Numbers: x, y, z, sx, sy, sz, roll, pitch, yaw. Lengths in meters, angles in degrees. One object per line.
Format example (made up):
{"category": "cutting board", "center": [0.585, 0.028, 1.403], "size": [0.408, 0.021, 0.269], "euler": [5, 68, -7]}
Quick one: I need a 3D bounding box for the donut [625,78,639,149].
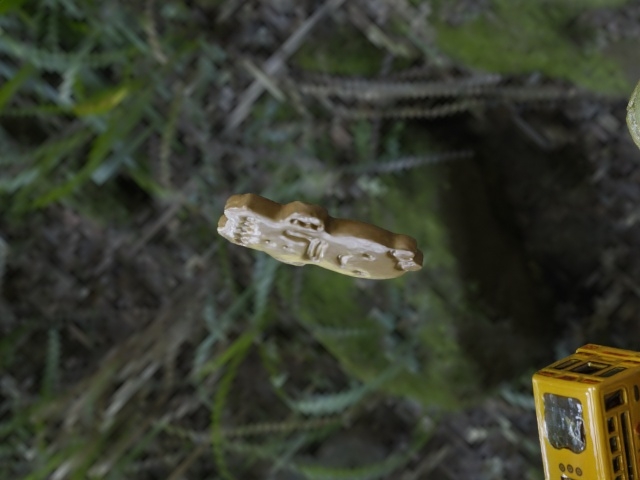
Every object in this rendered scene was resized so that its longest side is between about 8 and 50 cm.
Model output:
{"category": "donut", "center": [0.395, -0.096, 1.253], "size": [0.360, 0.360, 0.170], "euler": [63, -166, -59]}

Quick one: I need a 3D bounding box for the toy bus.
{"category": "toy bus", "center": [0.173, 0.147, 1.076], "size": [0.069, 0.074, 0.162], "euler": [6, 110, 51]}

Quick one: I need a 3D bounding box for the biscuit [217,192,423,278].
{"category": "biscuit", "center": [-0.004, 0.002, 1.654], "size": [0.184, 0.027, 0.133], "euler": [20, 158, -15]}
